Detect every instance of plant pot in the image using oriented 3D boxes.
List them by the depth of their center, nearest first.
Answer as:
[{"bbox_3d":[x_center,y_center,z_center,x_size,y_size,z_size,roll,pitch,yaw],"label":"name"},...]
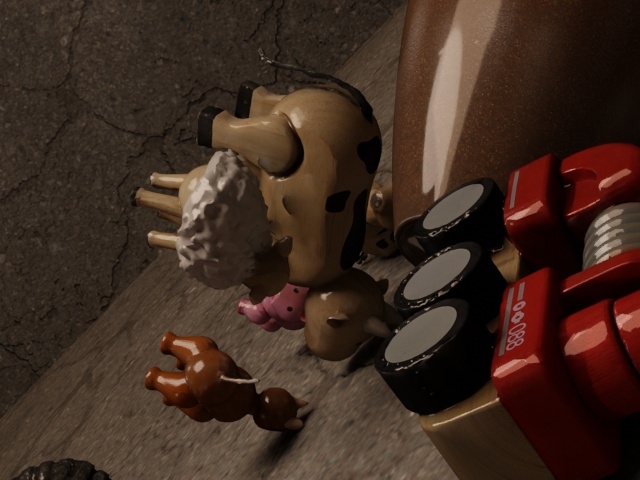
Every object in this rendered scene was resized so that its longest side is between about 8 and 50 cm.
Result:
[{"bbox_3d":[0.136,-0.085,0.941,0.215,0.215,0.230,-26,37,59],"label":"plant pot"}]

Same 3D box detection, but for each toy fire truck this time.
[{"bbox_3d":[0.160,0.002,0.693,0.246,0.158,0.217,-28,19,25],"label":"toy fire truck"}]

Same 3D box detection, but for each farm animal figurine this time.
[{"bbox_3d":[0.000,0.000,1.118,0.330,0.172,0.327,-57,-25,-43],"label":"farm animal figurine"}]

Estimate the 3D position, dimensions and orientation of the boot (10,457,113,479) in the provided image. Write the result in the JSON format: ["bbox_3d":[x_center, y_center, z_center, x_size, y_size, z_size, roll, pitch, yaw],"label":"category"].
[{"bbox_3d":[-0.303,0.351,1.118,0.348,0.131,0.260,-35,19,1],"label":"boot"}]
